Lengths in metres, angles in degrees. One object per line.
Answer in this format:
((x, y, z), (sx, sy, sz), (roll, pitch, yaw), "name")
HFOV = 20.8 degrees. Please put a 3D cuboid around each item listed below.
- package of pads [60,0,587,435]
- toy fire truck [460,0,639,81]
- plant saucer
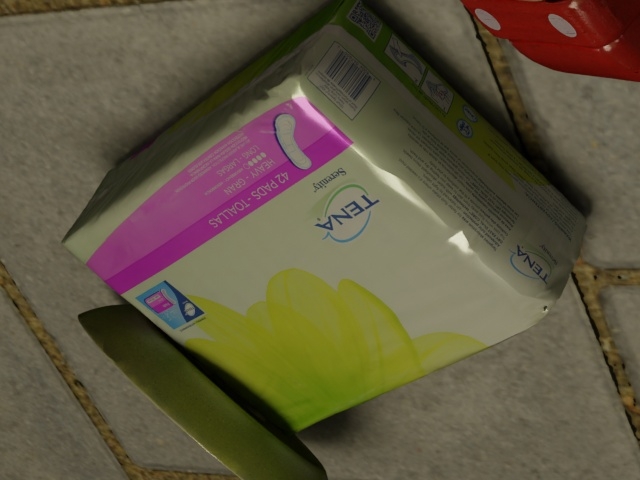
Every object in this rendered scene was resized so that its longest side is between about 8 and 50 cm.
((0.000, 0.000, 1.136), (0.229, 0.101, 0.296), (42, 140, -15), "package of pads")
((0.177, -0.147, 0.800), (0.246, 0.217, 0.158), (44, 168, -26), "toy fire truck")
((-0.076, 0.121, 1.280), (0.241, 0.037, 0.241), (41, 178, 2), "plant saucer")
